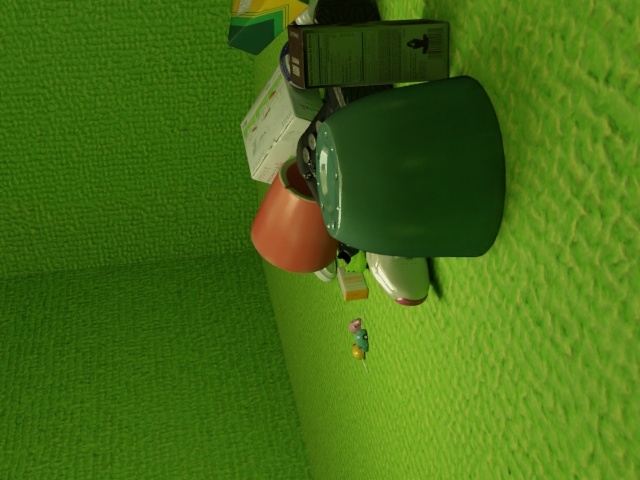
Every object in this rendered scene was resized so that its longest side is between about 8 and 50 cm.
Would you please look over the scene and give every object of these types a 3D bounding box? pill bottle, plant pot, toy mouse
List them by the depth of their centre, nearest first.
[{"bbox_3d":[0.122,-0.107,1.186,0.293,0.235,0.293,175,90,-79],"label":"plant pot"},{"bbox_3d":[-0.016,-0.475,1.940,0.264,0.153,0.153,-146,51,-75],"label":"pill bottle"},{"bbox_3d":[-0.033,-0.625,2.033,0.186,0.112,0.112,-149,53,-63],"label":"pill bottle"},{"bbox_3d":[0.102,0.260,2.055,0.161,0.031,0.143,-108,16,-49],"label":"toy mouse"},{"bbox_3d":[-0.045,-0.086,2.104,0.243,0.275,0.275,110,154,-44],"label":"plant pot"}]

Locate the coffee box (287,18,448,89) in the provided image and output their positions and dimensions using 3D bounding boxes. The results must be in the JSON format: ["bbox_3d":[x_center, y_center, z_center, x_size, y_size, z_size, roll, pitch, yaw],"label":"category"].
[{"bbox_3d":[0.077,-0.320,1.268,0.141,0.246,0.098,-123,29,-69],"label":"coffee box"}]

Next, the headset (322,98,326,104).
[{"bbox_3d":[-0.026,-0.248,2.291,0.243,0.185,0.394,-111,33,-42],"label":"headset"}]

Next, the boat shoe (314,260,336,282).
[{"bbox_3d":[0.000,0.000,2.304,0.084,0.095,0.258,-33,74,42],"label":"boat shoe"}]

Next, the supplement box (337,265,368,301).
[{"bbox_3d":[0.085,0.113,1.983,0.098,0.062,0.036,-106,13,-45],"label":"supplement box"}]

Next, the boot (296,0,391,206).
[{"bbox_3d":[0.034,-0.320,1.758,0.445,0.146,0.367,120,142,-71],"label":"boot"}]

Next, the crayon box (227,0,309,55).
[{"bbox_3d":[-0.127,-0.737,2.026,0.313,0.106,0.363,-23,57,58],"label":"crayon box"}]

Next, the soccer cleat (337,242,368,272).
[{"bbox_3d":[0.074,0.012,1.951,0.060,0.072,0.179,95,165,-46],"label":"soccer cleat"}]

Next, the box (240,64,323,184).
[{"bbox_3d":[-0.110,-0.332,2.155,0.262,0.126,0.231,-50,42,37],"label":"box"}]

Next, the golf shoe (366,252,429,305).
[{"bbox_3d":[0.147,-0.023,1.447,0.140,0.115,0.306,106,155,-55],"label":"golf shoe"}]
